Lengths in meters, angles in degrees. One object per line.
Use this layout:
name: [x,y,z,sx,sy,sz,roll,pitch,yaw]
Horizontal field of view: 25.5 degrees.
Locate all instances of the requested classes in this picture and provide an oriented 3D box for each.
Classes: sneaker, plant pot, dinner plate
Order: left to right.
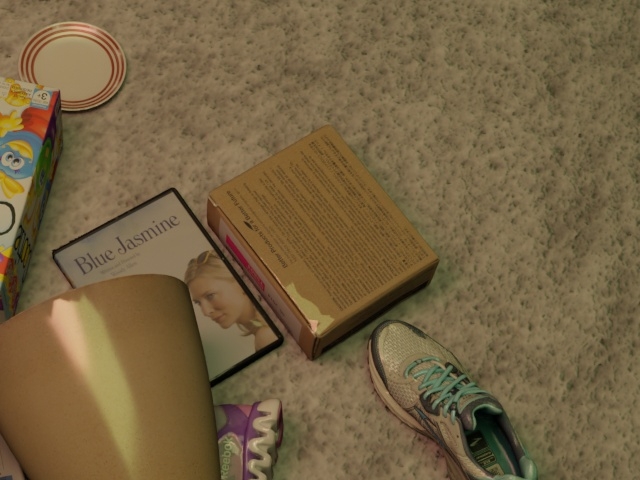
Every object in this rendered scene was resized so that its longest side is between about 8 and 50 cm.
dinner plate: [-0.328,-0.229,1.874,0.141,0.017,0.141,3,63,-5]
plant pot: [-0.214,0.217,1.517,0.256,0.256,0.274,-18,69,-16]
sneaker: [-0.112,0.283,1.603,0.105,0.095,0.236,9,57,5]
sneaker: [0.165,0.194,1.660,0.110,0.122,0.283,-32,71,-21]

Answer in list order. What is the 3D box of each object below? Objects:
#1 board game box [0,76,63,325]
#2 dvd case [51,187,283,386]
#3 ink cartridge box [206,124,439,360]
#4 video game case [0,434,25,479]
board game box: [-0.411,-0.046,1.698,0.142,0.144,0.275,12,63,-2]
dvd case: [-0.188,0.070,1.736,0.180,0.022,0.253,-30,70,-20]
ink cartridge box: [0.000,0.000,1.758,0.193,0.088,0.234,-31,71,-19]
video game case: [-0.465,0.301,1.459,0.329,0.300,0.036,-12,107,-13]
